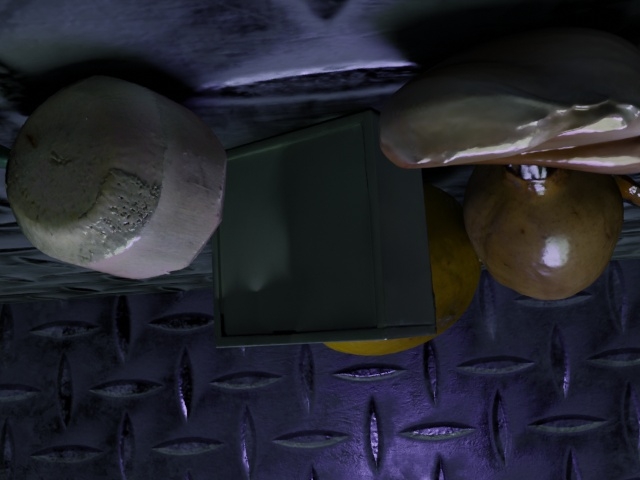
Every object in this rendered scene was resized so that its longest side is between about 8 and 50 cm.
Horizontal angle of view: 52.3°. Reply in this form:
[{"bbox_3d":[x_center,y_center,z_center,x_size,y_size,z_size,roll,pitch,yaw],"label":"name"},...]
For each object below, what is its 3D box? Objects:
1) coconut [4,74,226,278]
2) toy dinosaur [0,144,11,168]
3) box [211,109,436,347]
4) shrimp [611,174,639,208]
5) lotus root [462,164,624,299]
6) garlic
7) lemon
[{"bbox_3d":[-0.165,-0.048,0.561,0.171,0.170,0.183,-6,169,18],"label":"coconut"},{"bbox_3d":[-0.384,-0.079,0.536,0.292,0.079,0.120,-1,177,-3],"label":"toy dinosaur"},{"bbox_3d":[0.000,0.000,0.728,0.225,0.225,0.117,-9,171,35],"label":"box"},{"bbox_3d":[0.405,-0.040,0.888,0.198,0.051,0.262,39,-178,19],"label":"shrimp"},{"bbox_3d":[0.253,-0.041,0.752,0.183,0.182,0.310,-6,153,16],"label":"lotus root"},{"bbox_3d":[0.175,-0.106,0.516,0.228,0.110,0.217,5,-174,17],"label":"garlic"},{"bbox_3d":[0.084,0.034,0.909,0.284,0.260,0.260,-17,175,-12],"label":"lemon"}]
